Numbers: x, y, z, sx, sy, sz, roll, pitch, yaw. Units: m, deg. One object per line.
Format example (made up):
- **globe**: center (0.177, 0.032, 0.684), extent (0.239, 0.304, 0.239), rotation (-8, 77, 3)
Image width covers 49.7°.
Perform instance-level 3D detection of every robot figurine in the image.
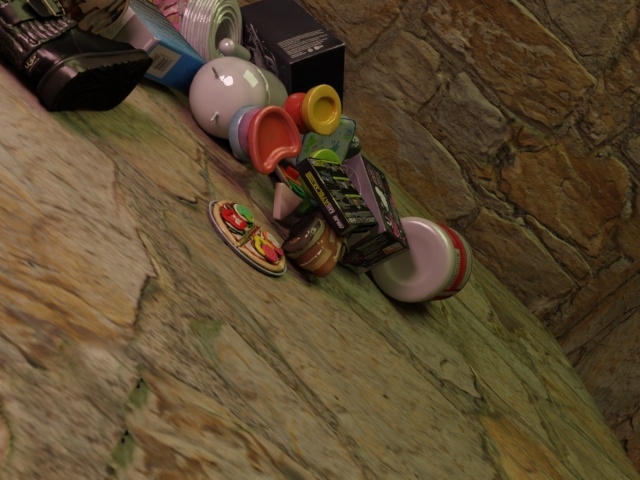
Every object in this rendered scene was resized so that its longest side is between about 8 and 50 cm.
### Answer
- **robot figurine**: center (-0.204, -0.355, 1.756), extent (0.353, 0.199, 0.300), rotation (-21, 102, -74)

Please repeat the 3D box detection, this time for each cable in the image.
- **cable**: center (-0.287, -0.549, 1.853), extent (0.089, 0.257, 0.257), rotation (12, 24, 16)

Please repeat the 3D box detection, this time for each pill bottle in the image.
- **pill bottle**: center (0.308, 0.060, 1.979), extent (0.229, 0.229, 0.407), rotation (50, 15, 18)

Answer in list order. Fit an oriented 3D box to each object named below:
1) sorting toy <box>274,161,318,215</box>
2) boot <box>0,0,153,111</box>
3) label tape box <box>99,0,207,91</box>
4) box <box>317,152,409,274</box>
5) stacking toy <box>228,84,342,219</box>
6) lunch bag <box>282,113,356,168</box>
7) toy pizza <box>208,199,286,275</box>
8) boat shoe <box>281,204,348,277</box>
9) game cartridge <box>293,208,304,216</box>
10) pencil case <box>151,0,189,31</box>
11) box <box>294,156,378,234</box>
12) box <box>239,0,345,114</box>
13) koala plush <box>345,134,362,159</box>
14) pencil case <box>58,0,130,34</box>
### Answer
- **sorting toy**: center (-0.046, -0.140, 1.874), extent (0.196, 0.047, 0.348), rotation (38, 13, -42)
- **boot**: center (-0.463, -0.367, 1.224), extent (0.260, 0.131, 0.348), rotation (45, 15, -2)
- **label tape box**: center (-0.454, -0.528, 1.654), extent (0.334, 0.106, 0.240), rotation (50, 13, 12)
- **box**: center (0.097, -0.067, 1.765), extent (0.142, 0.163, 0.247), rotation (34, 35, -50)
- **stacking toy**: center (-0.084, -0.213, 1.659), extent (0.130, 0.280, 0.309), rotation (9, 26, 41)
- **lunch bag**: center (-0.009, -0.280, 1.932), extent (0.090, 0.176, 0.219), rotation (31, 21, 34)
- **toy pizza**: center (-0.135, -0.012, 1.353), extent (0.201, 0.032, 0.201), rotation (41, 15, -14)
- **boat shoe**: center (0.000, 0.000, 1.557), extent (0.120, 0.122, 0.324), rotation (50, 20, -8)
- **game cartridge**: center (-0.074, -0.096, 1.781), extent (0.083, 0.017, 0.056), rotation (51, 19, 19)
- **pencil case**: center (-0.422, -0.659, 2.054), extent (0.160, 0.167, 0.386), rotation (14, 28, -23)
- **box**: center (0.040, -0.101, 1.570), extent (0.184, 0.045, 0.190), rotation (55, 21, 11)
- **box**: center (-0.088, -0.480, 2.018), extent (0.312, 0.178, 0.343), rotation (51, -24, 34)
- **koala plush**: center (-0.022, -0.326, 2.223), extent (0.203, 0.196, 0.221), rotation (7, 43, -52)
- **pencil case**: center (-0.578, -0.604, 1.466), extent (0.410, 0.183, 0.160), rotation (48, -17, 26)
